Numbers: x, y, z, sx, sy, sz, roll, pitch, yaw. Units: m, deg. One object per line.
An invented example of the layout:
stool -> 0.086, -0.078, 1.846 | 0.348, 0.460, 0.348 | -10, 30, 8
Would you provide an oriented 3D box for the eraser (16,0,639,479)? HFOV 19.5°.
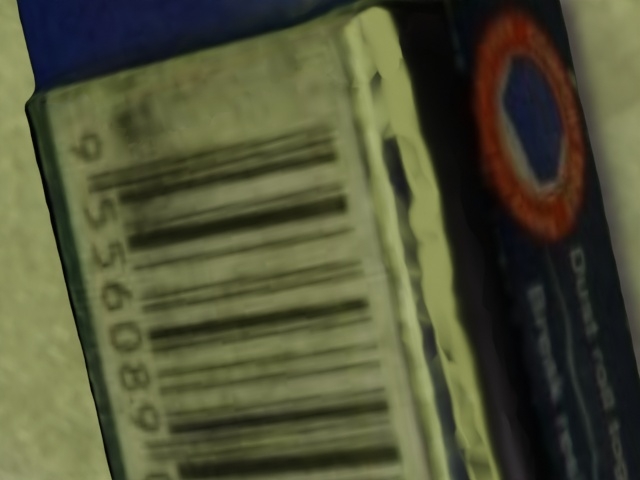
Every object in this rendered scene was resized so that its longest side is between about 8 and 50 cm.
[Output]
eraser -> 0.000, 0.000, 0.552 | 0.155, 0.101, 0.332 | -11, 92, 34
